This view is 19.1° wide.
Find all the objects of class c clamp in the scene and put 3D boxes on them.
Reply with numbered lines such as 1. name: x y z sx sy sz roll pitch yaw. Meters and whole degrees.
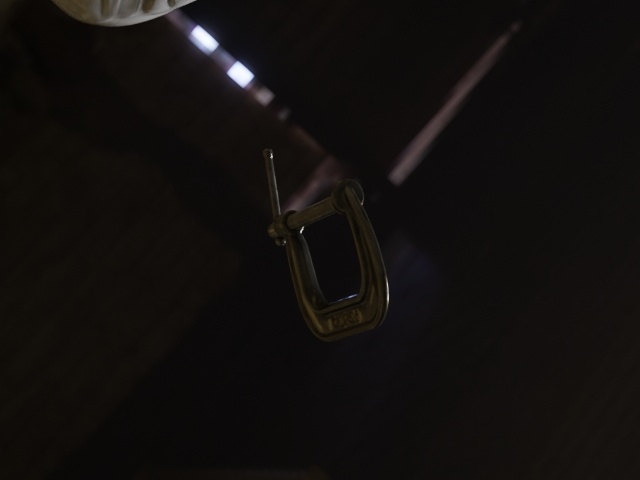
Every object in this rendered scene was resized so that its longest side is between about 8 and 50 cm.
1. c clamp: 0.000 0.000 1.253 0.022 0.137 0.161 -10 180 -24

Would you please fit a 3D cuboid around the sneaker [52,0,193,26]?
1. sneaker: -0.056 -0.179 0.859 0.115 0.090 0.232 -13 -142 58
